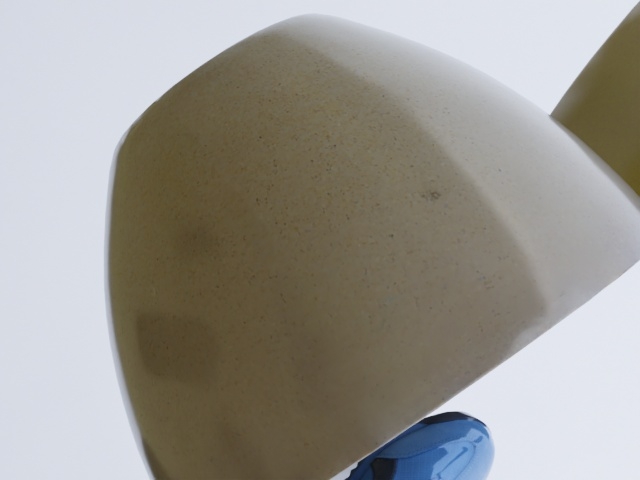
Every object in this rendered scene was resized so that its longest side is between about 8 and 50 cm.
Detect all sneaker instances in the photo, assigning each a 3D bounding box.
[{"bbox_3d":[0.027,0.167,0.687,0.082,0.209,0.069,19,-46,52],"label":"sneaker"}]

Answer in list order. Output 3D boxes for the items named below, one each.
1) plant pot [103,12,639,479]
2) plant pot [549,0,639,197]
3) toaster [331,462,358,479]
[{"bbox_3d":[0.000,0.000,0.671,0.191,0.284,0.284,55,-46,5],"label":"plant pot"},{"bbox_3d":[0.290,-0.068,0.938,0.187,0.212,0.212,-69,-162,4],"label":"plant pot"},{"bbox_3d":[0.004,0.127,1.124,0.129,0.146,0.227,45,-44,51],"label":"toaster"}]
